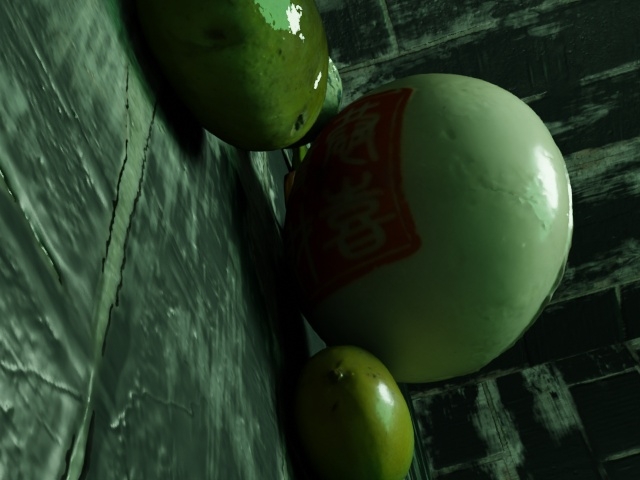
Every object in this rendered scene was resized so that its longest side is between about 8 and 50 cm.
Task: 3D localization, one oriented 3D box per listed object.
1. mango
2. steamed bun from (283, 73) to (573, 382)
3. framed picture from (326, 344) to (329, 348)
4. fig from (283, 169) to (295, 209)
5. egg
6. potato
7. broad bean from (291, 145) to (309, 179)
[{"bbox_3d":[0.038,0.186,0.918,0.156,0.114,0.251,63,3,11],"label":"mango"},{"bbox_3d":[0.096,-0.027,1.024,0.241,0.374,0.374,22,39,-34],"label":"steamed bun"},{"bbox_3d":[0.062,0.255,1.474,0.326,0.028,0.446,63,11,-61],"label":"framed picture"},{"bbox_3d":[0.000,0.000,1.244,0.201,0.133,0.146,43,-4,-41],"label":"fig"},{"bbox_3d":[-0.046,-0.183,1.094,0.181,0.141,0.141,-48,122,-73],"label":"egg"},{"bbox_3d":[-0.070,-0.178,0.784,0.197,0.149,0.228,59,-2,38],"label":"potato"},{"bbox_3d":[-0.004,-0.078,1.662,0.077,0.061,0.339,-80,156,-53],"label":"broad bean"}]
